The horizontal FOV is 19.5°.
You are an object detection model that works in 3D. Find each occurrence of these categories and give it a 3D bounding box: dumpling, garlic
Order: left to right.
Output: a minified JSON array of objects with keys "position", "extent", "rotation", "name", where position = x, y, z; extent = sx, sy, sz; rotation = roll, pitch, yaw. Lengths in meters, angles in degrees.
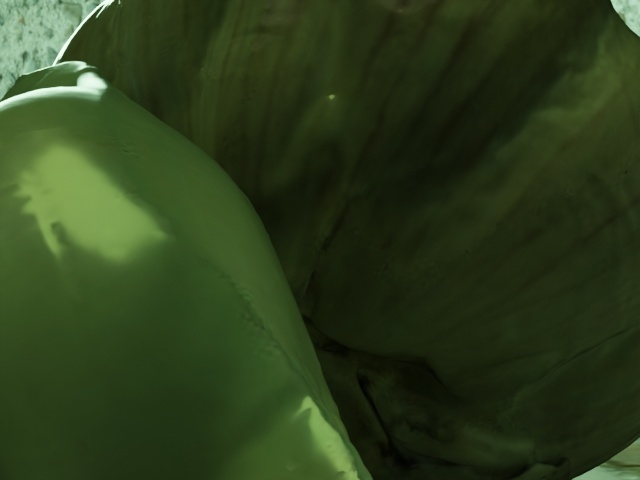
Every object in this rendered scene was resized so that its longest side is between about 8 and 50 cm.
[{"position":[-0.071,0.043,0.457],"extent":[0.124,0.151,0.229],"rotation":[40,12,-32],"name":"dumpling"},{"position":[0.012,0.002,0.584],"extent":[0.228,0.227,0.152],"rotation":[0,30,32],"name":"garlic"}]
